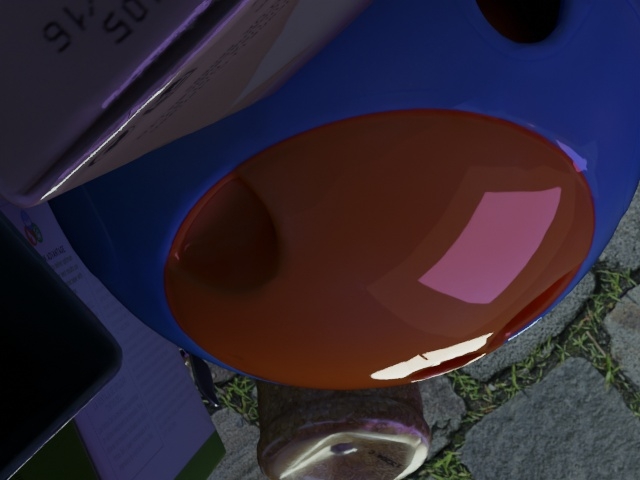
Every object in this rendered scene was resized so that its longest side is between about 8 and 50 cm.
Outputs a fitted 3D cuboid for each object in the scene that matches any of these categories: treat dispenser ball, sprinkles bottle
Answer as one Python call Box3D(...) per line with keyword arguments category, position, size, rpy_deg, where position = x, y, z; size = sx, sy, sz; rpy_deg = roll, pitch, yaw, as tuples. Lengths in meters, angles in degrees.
Box3D(category="treat dispenser ball", position=(0.008, -0.075, 0.817), size=(0.288, 0.288, 0.288), rpy_deg=(-45, -179, 1))
Box3D(category="sprinkles bottle", position=(0.000, 0.000, 1.286), size=(0.121, 0.121, 0.355), rpy_deg=(-44, -138, 45))

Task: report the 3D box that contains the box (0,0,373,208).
Box3D(category="box", position=(-0.048, -0.117, 0.513), size=(0.121, 0.148, 0.311), rpy_deg=(-44, 179, 12))

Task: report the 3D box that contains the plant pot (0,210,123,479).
Box3D(category="plant pot", position=(-0.222, 0.062, 0.680), size=(0.165, 0.165, 0.234), rpy_deg=(-45, -173, -31))

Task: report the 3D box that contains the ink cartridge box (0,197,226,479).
Box3D(category="ink cartridge box", position=(-0.159, 0.037, 0.913), size=(0.097, 0.255, 0.189), rpy_deg=(-24, -176, 12))

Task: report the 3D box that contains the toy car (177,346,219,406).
Box3D(category="toy car", position=(-0.127, 0.064, 1.161), size=(0.149, 0.155, 0.188), rpy_deg=(-60, -159, 1))
